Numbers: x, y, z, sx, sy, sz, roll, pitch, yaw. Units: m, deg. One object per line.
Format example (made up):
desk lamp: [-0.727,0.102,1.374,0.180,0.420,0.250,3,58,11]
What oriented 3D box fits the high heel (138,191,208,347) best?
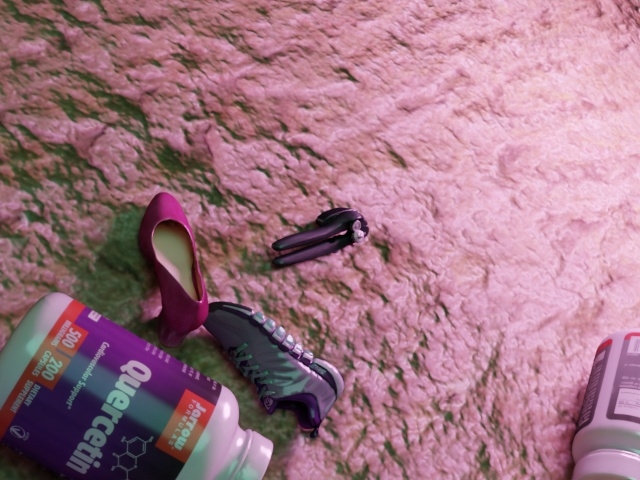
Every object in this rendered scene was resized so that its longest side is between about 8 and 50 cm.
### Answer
high heel: [-0.193,0.016,1.409,0.082,0.117,0.244,12,53,-22]

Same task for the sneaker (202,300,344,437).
sneaker: [-0.074,0.170,1.395,0.223,0.083,0.098,33,53,-7]

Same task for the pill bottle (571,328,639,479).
pill bottle: [0.470,0.284,1.571,0.161,0.161,0.283,34,48,-5]

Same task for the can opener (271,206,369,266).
can opener: [0.000,0.000,1.584,0.186,0.073,0.059,-27,112,-37]

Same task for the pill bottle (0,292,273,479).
pill bottle: [-0.223,0.209,1.210,0.323,0.181,0.181,31,48,-7]
